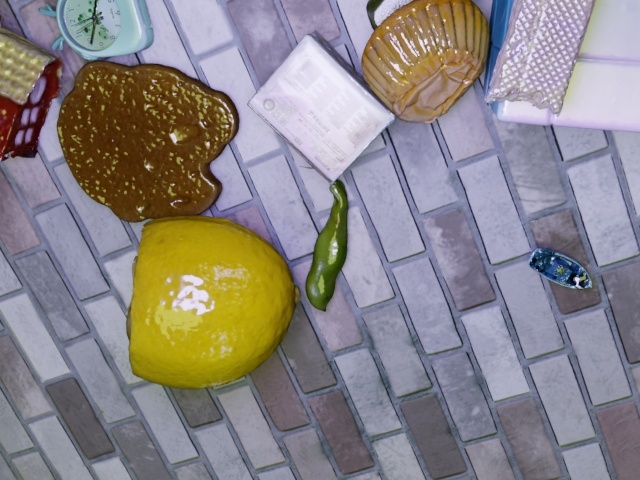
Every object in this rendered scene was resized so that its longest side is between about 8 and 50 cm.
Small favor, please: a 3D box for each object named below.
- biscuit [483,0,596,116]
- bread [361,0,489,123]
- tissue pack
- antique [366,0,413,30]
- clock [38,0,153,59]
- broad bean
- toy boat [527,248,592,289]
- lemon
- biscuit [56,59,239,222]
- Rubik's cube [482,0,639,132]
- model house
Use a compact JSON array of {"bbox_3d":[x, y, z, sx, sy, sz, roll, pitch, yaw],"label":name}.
[{"bbox_3d":[0.316,-0.300,0.987,0.108,0.062,0.239,15,109,5],"label":"biscuit"},{"bbox_3d":[0.190,-0.324,1.245,0.240,0.240,0.139,-25,60,15],"label":"bread"},{"bbox_3d":[0.004,-0.254,1.347,0.225,0.124,0.185,43,109,-8],"label":"tissue pack"},{"bbox_3d":[0.191,-0.447,1.277,0.221,0.081,0.080,-21,104,13],"label":"antique"},{"bbox_3d":[-0.442,-0.436,1.374,0.211,0.066,0.159,-7,108,10],"label":"clock"},{"bbox_3d":[0.011,0.000,1.474,0.098,0.056,0.318,2,104,13],"label":"broad bean"},{"bbox_3d":[0.487,0.060,1.426,0.137,0.061,0.060,27,110,-3],"label":"toy boat"},{"bbox_3d":[-0.211,0.124,1.403,0.364,0.364,0.364,2,109,7],"label":"lemon"},{"bbox_3d":[-0.345,-0.204,1.439,0.381,0.074,0.359,-12,108,9],"label":"biscuit"},{"bbox_3d":[0.451,-0.358,1.149,0.318,0.322,0.316,6,111,7],"label":"Rubik's cube"},{"bbox_3d":[-0.638,-0.310,1.396,0.196,0.160,0.254,27,109,-1],"label":"model house"}]
